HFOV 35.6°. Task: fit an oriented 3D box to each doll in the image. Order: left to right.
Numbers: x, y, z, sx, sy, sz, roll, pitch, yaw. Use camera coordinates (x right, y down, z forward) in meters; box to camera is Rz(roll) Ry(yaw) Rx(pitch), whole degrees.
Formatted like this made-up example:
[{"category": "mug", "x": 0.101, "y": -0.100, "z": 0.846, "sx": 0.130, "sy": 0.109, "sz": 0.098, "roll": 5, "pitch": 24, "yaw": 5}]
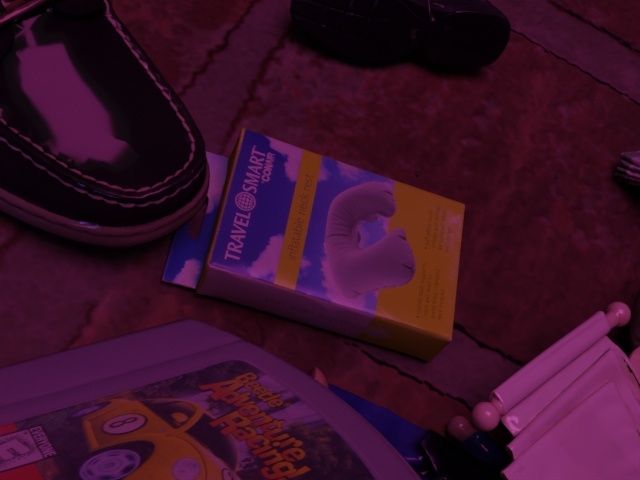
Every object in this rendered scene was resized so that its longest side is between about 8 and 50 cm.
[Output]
[{"category": "doll", "x": 0.065, "y": 0.147, "z": 0.568, "sx": 0.189, "sy": 0.046, "sz": 0.129, "roll": 27, "pitch": 46, "yaw": -11}]

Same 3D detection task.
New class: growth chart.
[{"category": "growth chart", "x": 0.178, "y": 0.163, "z": 0.577, "sx": 0.172, "sy": 0.021, "sz": 0.237, "roll": -17, "pitch": 83, "yaw": -36}]

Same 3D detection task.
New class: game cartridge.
[{"category": "game cartridge", "x": -0.070, "y": 0.116, "z": 0.424, "sx": 0.196, "sy": 0.060, "sz": 0.294, "roll": -10, "pitch": 21, "yaw": -28}]

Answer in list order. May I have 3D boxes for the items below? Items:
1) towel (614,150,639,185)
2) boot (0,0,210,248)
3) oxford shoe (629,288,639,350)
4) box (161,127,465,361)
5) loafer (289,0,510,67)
[{"category": "towel", "x": 0.309, "y": -0.053, "z": 0.728, "sx": 0.113, "sy": 0.152, "sz": 0.023, "roll": -19, "pitch": 113, "yaw": -28}, {"category": "boot", "x": -0.187, "y": -0.191, "z": 0.527, "sx": 0.138, "sy": 0.284, "sz": 0.377, "roll": -36, "pitch": 77, "yaw": -32}, {"category": "oxford shoe", "x": 0.413, "y": 0.132, "z": 0.639, "sx": 0.449, "sy": 0.169, "sz": 0.130, "roll": 36, "pitch": 54, "yaw": 8}, {"category": "box", "x": 0.000, "y": 0.000, "z": 0.633, "sx": 0.178, "sy": 0.042, "sz": 0.109, "roll": 18, "pitch": 56, "yaw": -11}, {"category": "loafer", "x": 0.056, "y": -0.169, "z": 0.750, "sx": 0.170, "sy": 0.062, "sz": 0.061, "roll": 7, "pitch": 37, "yaw": -20}]
